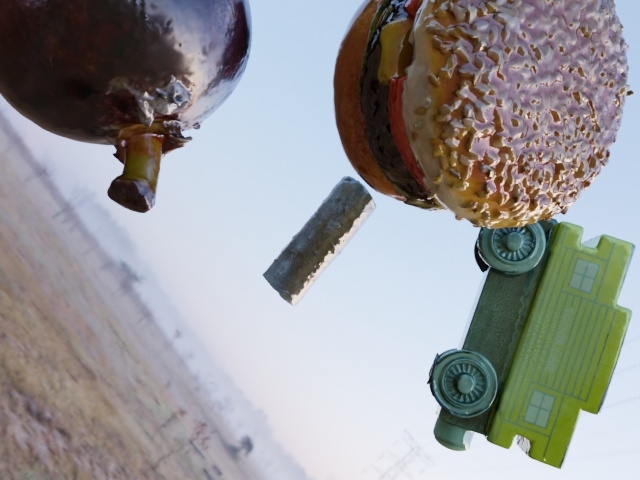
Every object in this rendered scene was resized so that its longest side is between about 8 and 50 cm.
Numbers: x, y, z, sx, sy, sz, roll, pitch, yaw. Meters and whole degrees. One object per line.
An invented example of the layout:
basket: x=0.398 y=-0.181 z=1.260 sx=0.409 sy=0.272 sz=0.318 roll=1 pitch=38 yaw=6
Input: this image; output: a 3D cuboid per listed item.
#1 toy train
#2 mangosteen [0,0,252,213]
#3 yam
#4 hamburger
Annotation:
toy train: x=0.340 y=0.147 z=1.192 sx=0.273 sy=0.441 sz=0.179 roll=19 pitch=-4 yaw=8
mangosteen: x=-0.164 y=-0.149 z=0.639 sx=0.235 sy=0.236 sz=0.261 roll=146 pitch=-66 yaw=-74
yam: x=0.000 y=0.000 z=1.364 sx=0.093 sy=0.259 sz=0.093 roll=39 pitch=6 yaw=-5
hamburger: x=0.193 y=-0.181 z=0.879 sx=0.250 sy=0.330 sz=0.330 roll=29 pitch=-26 yaw=58
